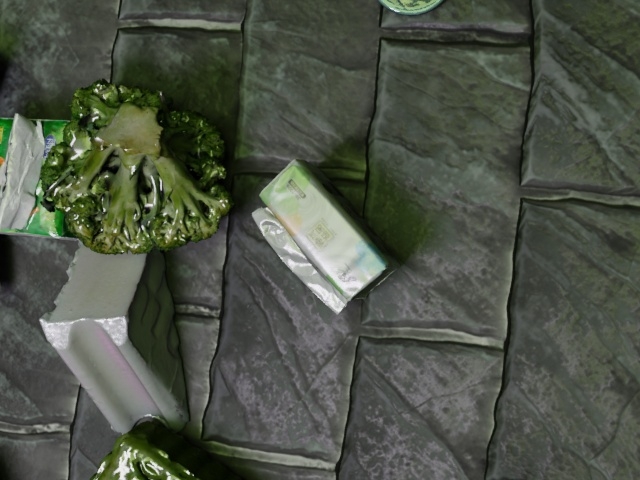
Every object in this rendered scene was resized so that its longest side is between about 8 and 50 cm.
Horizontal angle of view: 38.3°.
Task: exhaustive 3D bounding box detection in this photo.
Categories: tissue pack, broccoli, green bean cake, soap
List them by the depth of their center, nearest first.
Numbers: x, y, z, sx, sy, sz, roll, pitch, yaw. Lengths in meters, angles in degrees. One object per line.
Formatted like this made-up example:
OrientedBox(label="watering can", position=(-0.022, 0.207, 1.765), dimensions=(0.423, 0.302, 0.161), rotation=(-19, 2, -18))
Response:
OrientedBox(label="tissue pack", position=(0.000, 0.000, 1.508), dimensions=(0.145, 0.159, 0.229), rotation=(-42, 81, 8))
OrientedBox(label="broccoli", position=(-0.298, -0.134, 1.518), dimensions=(0.321, 0.283, 0.303), rotation=(5, 71, -9))
OrientedBox(label="green bean cake", position=(-0.275, 0.463, 1.547), dimensions=(0.250, 0.156, 0.247), rotation=(34, 98, 4))
OrientedBox(label="tissue pack", position=(-0.506, -0.110, 1.620), dimensions=(0.148, 0.156, 0.209), rotation=(5, 88, 9))
OrientedBox(label="soap", position=(-0.335, 0.156, 1.634), dimensions=(0.159, 0.257, 0.302), rotation=(-10, 131, 11))

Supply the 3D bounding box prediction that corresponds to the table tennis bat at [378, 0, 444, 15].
OrientedBox(label="table tennis bat", position=(0.127, -0.489, 1.560), dimensions=(0.149, 0.038, 0.237), rotation=(-39, 84, 9))
